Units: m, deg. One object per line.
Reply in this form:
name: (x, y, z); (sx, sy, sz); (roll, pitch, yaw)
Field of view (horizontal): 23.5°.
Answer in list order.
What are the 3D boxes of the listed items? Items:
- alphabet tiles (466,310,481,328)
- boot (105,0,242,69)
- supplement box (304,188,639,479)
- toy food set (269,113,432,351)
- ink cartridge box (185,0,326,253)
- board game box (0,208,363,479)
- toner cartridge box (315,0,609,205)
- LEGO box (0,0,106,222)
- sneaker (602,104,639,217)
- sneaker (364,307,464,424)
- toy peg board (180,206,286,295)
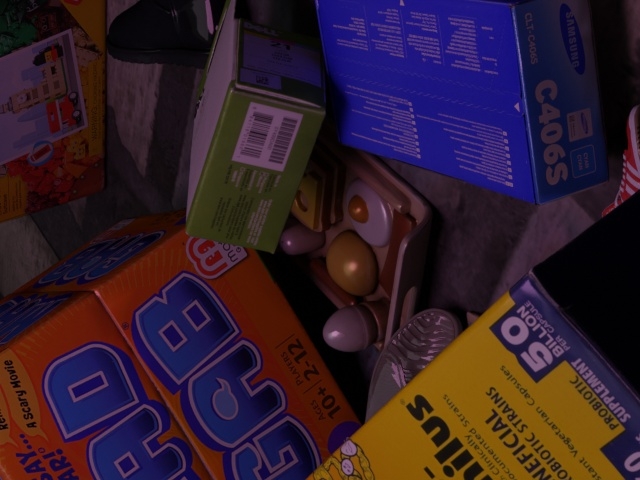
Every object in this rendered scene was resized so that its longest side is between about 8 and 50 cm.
alphabet tiles: (0.189, 0.201, 1.458); (0.198, 0.009, 0.237); (-154, 58, -67)
boot: (-0.178, -0.308, 1.752); (0.246, 0.094, 0.207); (14, 123, 49)
supplement box: (0.172, 0.156, 1.230); (0.194, 0.195, 0.356); (50, 134, 9)
toy food set: (0.000, 0.000, 1.643); (0.306, 0.092, 0.220); (44, 142, 38)
ink cartridge box: (-0.067, -0.144, 1.574); (0.255, 0.097, 0.189); (-91, 18, -50)
board game box: (-0.217, 0.206, 1.767); (0.357, 0.356, 0.356); (59, 158, -11)
toner cartridge box: (0.112, -0.146, 1.343); (0.348, 0.075, 0.165); (25, 130, 61)
LEGO box: (-0.487, -0.261, 2.028); (0.193, 0.372, 0.500); (45, 143, 38)
sneaker: (0.253, -0.050, 1.232); (0.067, 0.042, 0.118); (-1, 109, 56)
sneaker: (0.108, 0.169, 1.583); (0.083, 0.118, 0.222); (27, 105, 29)
toy peg board: (-0.135, 0.022, 1.902); (0.161, 0.079, 0.161); (-31, 80, 61)
